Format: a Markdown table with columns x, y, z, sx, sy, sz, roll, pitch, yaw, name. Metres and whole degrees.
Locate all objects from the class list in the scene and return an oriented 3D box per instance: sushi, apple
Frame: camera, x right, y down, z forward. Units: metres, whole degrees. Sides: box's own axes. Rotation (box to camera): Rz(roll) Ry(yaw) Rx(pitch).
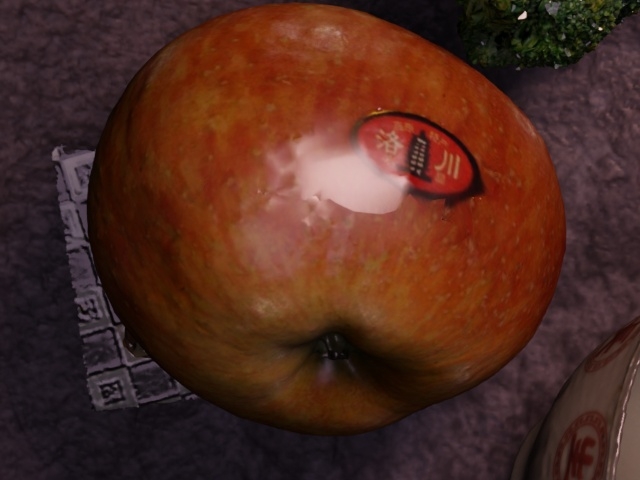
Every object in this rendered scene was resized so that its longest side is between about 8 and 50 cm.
| x | y | z | sx | sy | sz | roll | pitch | yaw | name |
| --- | --- | --- | --- | --- | --- | --- | --- | --- | --- |
| -0.113 | 0.024 | 1.345 | 0.139 | 0.031 | 0.201 | -8 | 101 | 2 | sushi |
| 0.000 | 0.000 | 1.207 | 0.309 | 0.250 | 0.277 | 18 | 128 | 3 | apple |

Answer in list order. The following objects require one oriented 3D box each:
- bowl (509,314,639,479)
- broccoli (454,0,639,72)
| x | y | z | sx | sy | sz | roll | pitch | yaw | name |
| --- | --- | --- | --- | --- | --- | --- | --- | --- | --- |
| 0.232 | 0.186 | 1.288 | 0.157 | 0.337 | 0.337 | -5 | 105 | 42 | bowl |
| 0.130 | -0.244 | 1.209 | 0.241 | 0.261 | 0.269 | 14 | 143 | 20 | broccoli |
